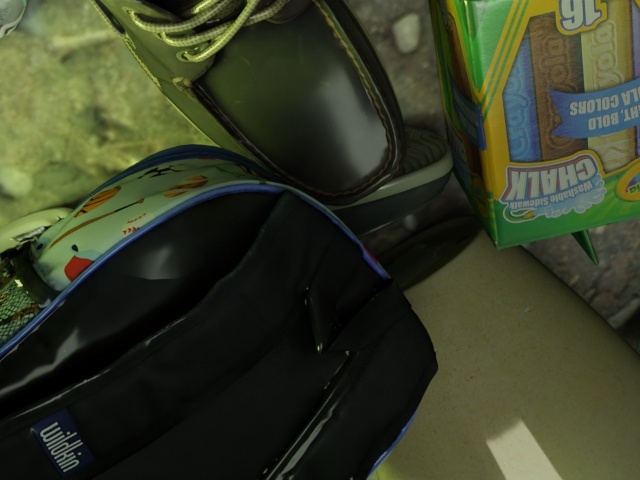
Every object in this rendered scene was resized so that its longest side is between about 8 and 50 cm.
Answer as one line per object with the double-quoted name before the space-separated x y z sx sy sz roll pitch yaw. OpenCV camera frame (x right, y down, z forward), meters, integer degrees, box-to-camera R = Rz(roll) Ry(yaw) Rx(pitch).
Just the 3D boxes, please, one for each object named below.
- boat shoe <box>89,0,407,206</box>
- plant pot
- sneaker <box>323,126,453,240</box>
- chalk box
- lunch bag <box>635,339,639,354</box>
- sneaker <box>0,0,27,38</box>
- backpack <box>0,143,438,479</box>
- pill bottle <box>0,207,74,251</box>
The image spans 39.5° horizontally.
"boat shoe" -0.081 -0.151 0.506 0.132 0.130 0.355 -40 104 13
"plant pot" 0.132 0.129 0.657 0.256 0.256 0.274 -31 101 10
"sneaker" 0.000 0.000 0.658 0.221 0.083 0.118 -19 127 8
"chalk box" 0.155 -0.085 0.593 0.132 0.132 0.213 -12 116 -1
"lunch bag" 0.405 0.024 0.666 0.223 0.160 0.262 19 100 -12
"sneaker" -0.231 -0.127 0.562 0.098 0.069 0.038 -33 116 10
"backpack" -0.080 0.083 0.516 0.263 0.213 0.276 -39 123 -1
"pill bottle" -0.180 0.081 0.651 0.112 0.112 0.187 -22 118 5
